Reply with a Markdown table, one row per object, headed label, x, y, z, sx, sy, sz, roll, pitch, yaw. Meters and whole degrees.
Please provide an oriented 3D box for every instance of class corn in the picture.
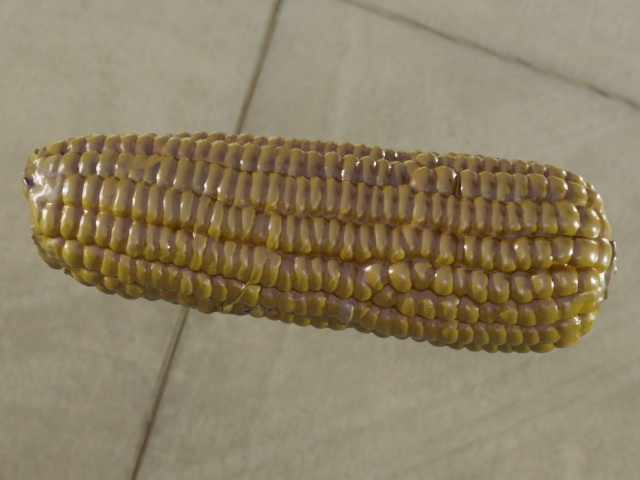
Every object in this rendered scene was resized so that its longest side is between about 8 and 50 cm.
| label | x | y | z | sx | sy | sz | roll | pitch | yaw |
| --- | --- | --- | --- | --- | --- | --- | --- | --- | --- |
| corn | 0.000 | 0.000 | 0.601 | 0.231 | 0.080 | 0.080 | 4 | 48 | 0 |
